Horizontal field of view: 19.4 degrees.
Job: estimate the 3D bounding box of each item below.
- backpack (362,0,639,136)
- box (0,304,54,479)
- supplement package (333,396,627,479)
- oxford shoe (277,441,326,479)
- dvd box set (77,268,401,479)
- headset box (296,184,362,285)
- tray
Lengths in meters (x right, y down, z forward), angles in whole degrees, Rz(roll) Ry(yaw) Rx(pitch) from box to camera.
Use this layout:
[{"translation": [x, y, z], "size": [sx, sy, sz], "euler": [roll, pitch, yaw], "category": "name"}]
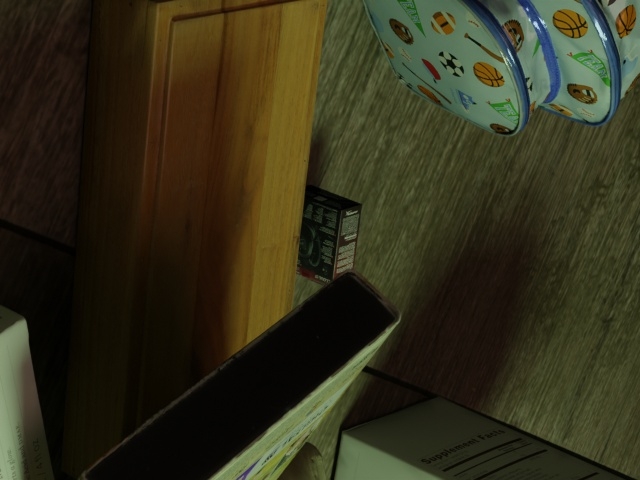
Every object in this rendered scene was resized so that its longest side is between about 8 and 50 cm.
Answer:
[{"translation": [0.170, -0.219, 1.599], "size": [0.213, 0.263, 0.276], "euler": [-56, 144, -17], "category": "backpack"}, {"translation": [-0.283, 0.121, 1.242], "size": [0.119, 0.182, 0.181], "euler": [-37, 135, -38], "category": "box"}, {"translation": [0.169, 0.300, 1.850], "size": [0.175, 0.293, 0.177], "euler": [-13, 118, -51], "category": "supplement package"}, {"translation": [-0.039, 0.376, 1.754], "size": [0.146, 0.140, 0.397], "euler": [-31, 133, -51], "category": "oxford shoe"}, {"translation": [-0.128, 0.222, 1.412], "size": [0.307, 0.062, 0.420], "euler": [-36, 167, -43], "category": "dvd box set"}, {"translation": [0.000, 0.000, 1.664], "size": [0.032, 0.062, 0.083], "euler": [-18, 121, -47], "category": "headset box"}, {"translation": [-0.101, -0.012, 1.514], "size": [0.203, 0.076, 0.411], "euler": [-18, 123, -48], "category": "tray"}]
